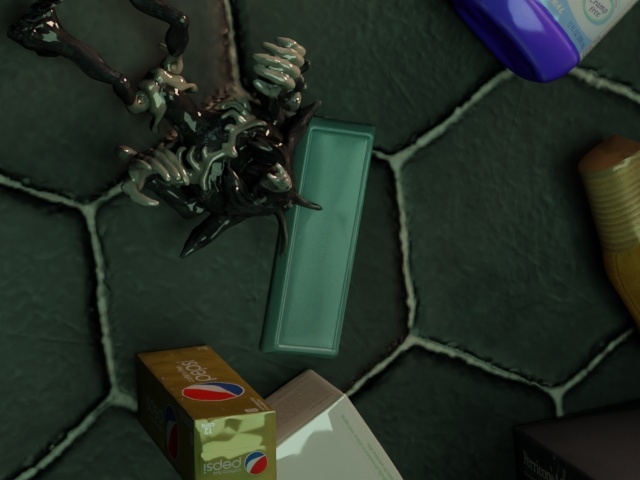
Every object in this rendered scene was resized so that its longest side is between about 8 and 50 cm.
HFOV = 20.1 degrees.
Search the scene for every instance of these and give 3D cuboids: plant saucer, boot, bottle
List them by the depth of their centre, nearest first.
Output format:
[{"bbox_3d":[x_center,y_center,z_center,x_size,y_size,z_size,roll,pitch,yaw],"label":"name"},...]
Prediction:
[{"bbox_3d":[0.232,-0.255,1.415,0.283,0.092,0.118,-45,110,-6],"label":"bottle"},{"bbox_3d":[0.000,0.000,1.425,0.067,0.018,0.192,7,99,-20],"label":"plant saucer"},{"bbox_3d":[0.365,-0.039,1.511,0.295,0.104,0.211,-31,114,-6],"label":"boot"}]

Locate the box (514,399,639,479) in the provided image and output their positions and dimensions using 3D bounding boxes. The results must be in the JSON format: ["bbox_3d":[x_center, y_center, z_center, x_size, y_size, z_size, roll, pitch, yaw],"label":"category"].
[{"bbox_3d":[0.309,0.320,1.424,0.179,0.343,0.312,-9,103,-17],"label":"box"}]

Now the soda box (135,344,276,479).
[{"bbox_3d":[-0.087,0.129,1.331,0.061,0.181,0.058,-5,103,-18],"label":"soda box"}]

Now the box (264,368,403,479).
[{"bbox_3d":[-0.009,0.175,1.418,0.102,0.087,0.101,-36,110,-9],"label":"box"}]

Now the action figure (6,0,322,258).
[{"bbox_3d":[-0.092,-0.092,1.310,0.276,0.141,0.164,43,83,-18],"label":"action figure"}]
